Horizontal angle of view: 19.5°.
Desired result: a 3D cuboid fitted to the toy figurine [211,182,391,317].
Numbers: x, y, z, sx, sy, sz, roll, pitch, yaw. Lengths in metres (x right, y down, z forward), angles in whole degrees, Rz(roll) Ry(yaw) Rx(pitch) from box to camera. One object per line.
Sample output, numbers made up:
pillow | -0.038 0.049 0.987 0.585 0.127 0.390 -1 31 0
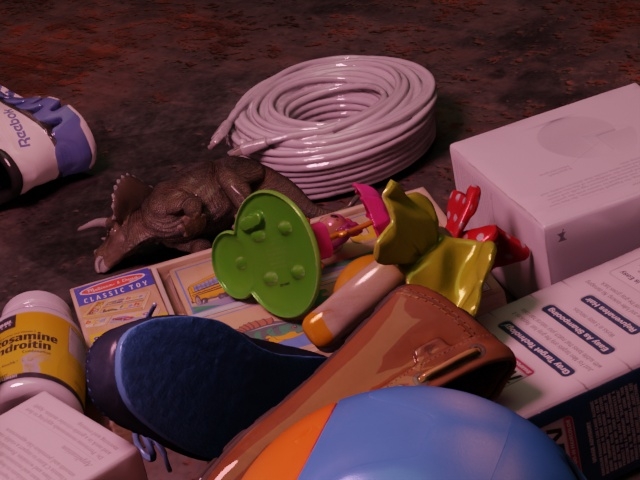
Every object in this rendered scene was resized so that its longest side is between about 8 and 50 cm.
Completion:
toy figurine | 0.000 0.000 1.890 0.159 0.130 0.173 -17 0 -39

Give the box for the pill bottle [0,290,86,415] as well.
pill bottle | -0.282 0.129 1.832 0.103 0.103 0.184 -12 32 0

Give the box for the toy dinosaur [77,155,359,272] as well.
toy dinosaur | -0.115 -0.044 2.084 0.313 0.121 0.160 -21 42 -8

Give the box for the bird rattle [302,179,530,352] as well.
bird rattle | 0.073 0.026 1.731 0.207 0.143 0.253 -36 0 9

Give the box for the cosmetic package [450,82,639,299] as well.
cosmetic package | 0.283 -0.033 1.885 0.224 0.138 0.225 -19 27 -13

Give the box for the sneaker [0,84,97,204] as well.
sneaker | -0.454 -0.119 2.343 0.315 0.127 0.182 13 35 36

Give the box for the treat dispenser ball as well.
treat dispenser ball | 0.065 0.245 1.298 0.288 0.288 0.288 -9 28 5

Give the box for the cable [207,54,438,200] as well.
cable | 0.016 -0.138 2.238 0.257 0.089 0.257 -2 29 16

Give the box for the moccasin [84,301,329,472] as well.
moccasin | -0.102 0.143 1.630 0.117 0.138 0.342 -3 -15 33

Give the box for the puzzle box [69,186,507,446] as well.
puzzle box | -0.039 0.071 1.912 0.409 0.052 0.272 -17 28 -9

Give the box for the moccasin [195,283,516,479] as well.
moccasin | 0.010 0.207 1.506 0.380 0.139 0.147 -42 53 -20

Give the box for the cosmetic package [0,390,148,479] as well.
cosmetic package | -0.247 0.250 1.555 0.183 0.151 0.151 -29 33 -29

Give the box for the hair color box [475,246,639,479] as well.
hair color box | 0.286 0.101 1.670 0.347 0.105 0.174 -22 28 -17
